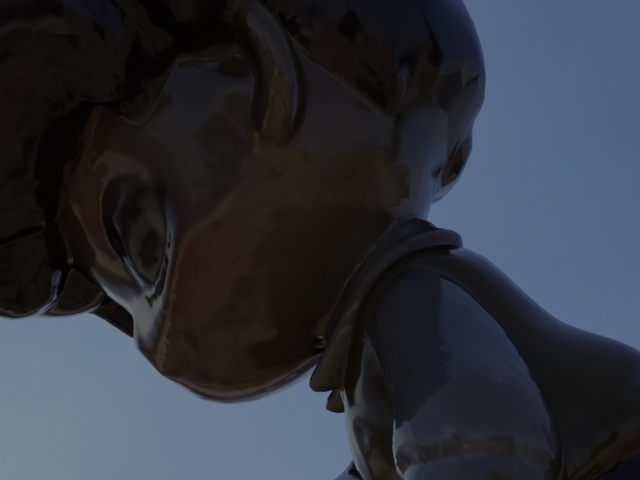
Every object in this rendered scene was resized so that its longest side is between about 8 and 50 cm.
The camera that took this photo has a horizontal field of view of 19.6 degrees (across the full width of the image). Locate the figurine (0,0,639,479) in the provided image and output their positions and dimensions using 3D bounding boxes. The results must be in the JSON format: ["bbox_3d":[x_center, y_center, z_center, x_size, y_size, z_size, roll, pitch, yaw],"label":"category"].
[{"bbox_3d":[-0.012,0.016,0.576,0.206,0.365,0.218,-32,-18,12],"label":"figurine"}]
